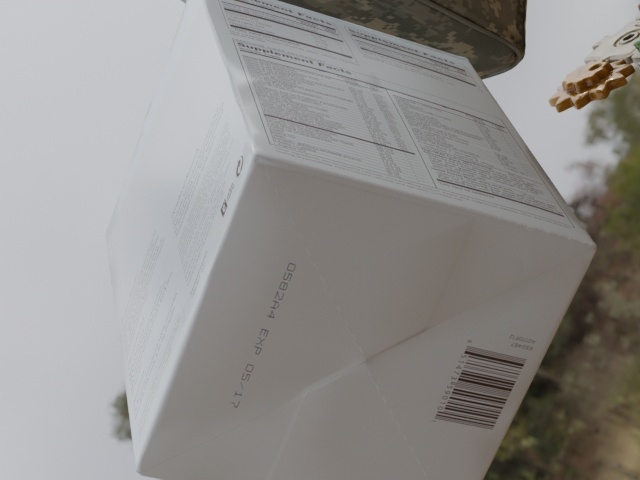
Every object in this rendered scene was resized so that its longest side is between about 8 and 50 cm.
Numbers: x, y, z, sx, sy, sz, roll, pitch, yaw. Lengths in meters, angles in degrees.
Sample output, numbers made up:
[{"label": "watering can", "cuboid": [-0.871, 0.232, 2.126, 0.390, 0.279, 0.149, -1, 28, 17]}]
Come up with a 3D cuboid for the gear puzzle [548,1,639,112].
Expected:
[{"label": "gear puzzle", "cuboid": [0.346, -0.230, 1.516, 0.339, 0.044, 0.175, -38, 19, -19]}]

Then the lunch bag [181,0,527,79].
[{"label": "lunch bag", "cuboid": [0.035, -0.292, 1.289, 0.305, 0.212, 0.256, 21, -112, -38]}]

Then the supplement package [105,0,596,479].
[{"label": "supplement package", "cuboid": [0.000, 0.000, 0.903, 0.263, 0.198, 0.199, -111, 39, -59]}]
